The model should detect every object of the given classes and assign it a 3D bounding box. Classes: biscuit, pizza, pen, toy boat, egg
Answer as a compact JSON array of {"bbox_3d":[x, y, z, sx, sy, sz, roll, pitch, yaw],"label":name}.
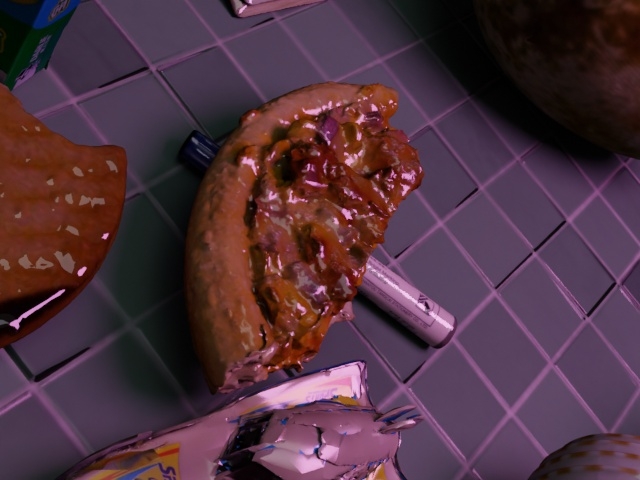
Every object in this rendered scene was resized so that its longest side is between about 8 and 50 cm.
[{"bbox_3d":[-0.207,-0.019,0.440,0.229,0.031,0.176,20,51,-23],"label":"biscuit"},{"bbox_3d":[-0.006,-0.020,0.535,0.127,0.058,0.246,45,49,-2],"label":"pizza"},{"bbox_3d":[0.000,0.000,0.583,0.204,0.025,0.025,37,47,-10],"label":"pen"},{"bbox_3d":[-0.042,0.114,0.451,0.210,0.066,0.084,-5,64,-37],"label":"toy boat"},{"bbox_3d":[0.250,-0.194,0.743,0.289,0.238,0.238,51,45,-10],"label":"egg"}]

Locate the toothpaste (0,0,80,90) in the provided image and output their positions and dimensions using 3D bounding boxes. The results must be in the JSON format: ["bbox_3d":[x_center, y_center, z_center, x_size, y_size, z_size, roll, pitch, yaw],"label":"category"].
[{"bbox_3d":[-0.120,-0.167,0.433,0.065,0.267,0.050,41,46,-8],"label":"toothpaste"}]

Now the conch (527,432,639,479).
[{"bbox_3d":[0.160,0.183,0.529,0.135,0.102,0.153,41,80,-19],"label":"conch"}]

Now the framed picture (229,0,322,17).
[{"bbox_3d":[-0.023,-0.327,0.706,0.232,0.019,0.296,-26,101,-42],"label":"framed picture"}]
